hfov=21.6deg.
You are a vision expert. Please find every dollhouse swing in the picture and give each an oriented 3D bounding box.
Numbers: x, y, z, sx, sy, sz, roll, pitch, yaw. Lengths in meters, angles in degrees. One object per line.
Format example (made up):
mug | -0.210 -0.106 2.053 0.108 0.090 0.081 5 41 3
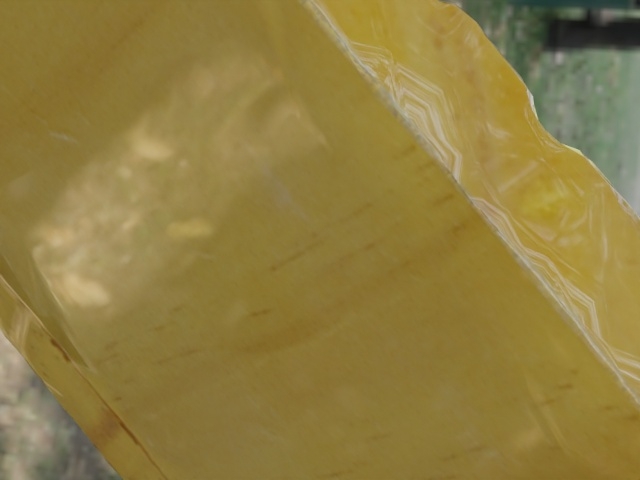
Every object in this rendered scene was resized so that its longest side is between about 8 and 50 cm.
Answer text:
dollhouse swing | 0.047 -0.026 0.529 0.347 0.305 0.315 51 50 1
